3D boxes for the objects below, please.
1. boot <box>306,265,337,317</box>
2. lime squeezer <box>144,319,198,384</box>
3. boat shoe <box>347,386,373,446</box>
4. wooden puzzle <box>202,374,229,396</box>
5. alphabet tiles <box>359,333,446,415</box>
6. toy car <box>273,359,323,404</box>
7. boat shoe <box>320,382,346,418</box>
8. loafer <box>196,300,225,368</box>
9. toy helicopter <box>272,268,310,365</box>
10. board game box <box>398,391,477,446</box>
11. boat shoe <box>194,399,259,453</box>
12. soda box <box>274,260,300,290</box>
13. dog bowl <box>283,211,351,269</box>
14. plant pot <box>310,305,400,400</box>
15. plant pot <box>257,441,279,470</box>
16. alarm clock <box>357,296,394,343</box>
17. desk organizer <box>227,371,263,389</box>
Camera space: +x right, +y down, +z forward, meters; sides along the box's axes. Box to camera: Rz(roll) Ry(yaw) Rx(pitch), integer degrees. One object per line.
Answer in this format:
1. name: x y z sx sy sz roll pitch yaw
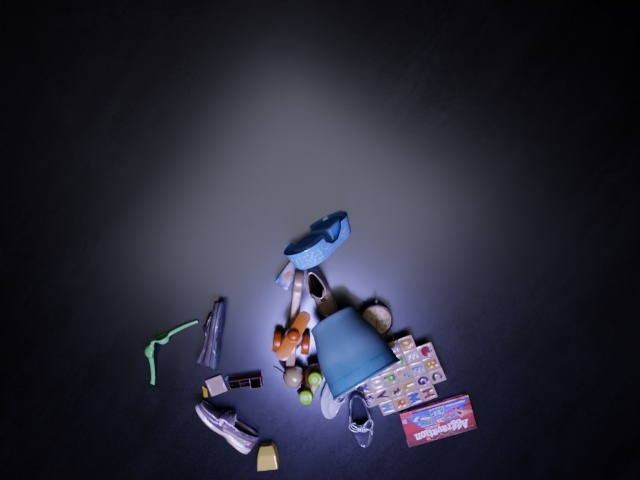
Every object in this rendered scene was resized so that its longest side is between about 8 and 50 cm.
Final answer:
1. boot: 0.003 0.204 1.682 0.077 0.165 0.213 -22 94 2
2. lime squeezer: -0.602 0.408 1.748 0.109 0.059 0.310 36 93 -3
3. boat shoe: 0.156 0.695 1.765 0.095 0.079 0.255 -5 101 2
4. wooden puzzle: -0.409 0.569 1.787 0.116 0.014 0.079 -14 100 1
5. alphabet tiles: 0.298 0.526 1.769 0.342 0.011 0.285 -23 101 7
6. toy car: -0.084 0.504 1.726 0.188 0.155 0.149 28 94 9
7. boat shoe: 0.059 0.585 1.750 0.079 0.081 0.228 8 95 -28
8. loafer: -0.420 0.356 1.730 0.084 0.096 0.268 8 97 4
9. toy helicopter: -0.098 0.283 1.648 0.140 0.235 0.356 6 98 -1
10. board game box: 0.465 0.711 1.805 0.281 0.027 0.145 -17 96 1
11. boat shoe: -0.357 0.702 1.759 0.285 0.103 0.092 44 88 -8
12. soda box: -0.096 0.098 1.722 0.058 0.063 0.183 36 94 -4
13. dog bowl: 0.000 0.000 1.629 0.297 0.165 0.074 -44 114 -39
14. plant pot: 0.100 0.386 1.625 0.271 0.272 0.255 -32 73 2
15. plant pot: -0.206 0.840 1.783 0.081 0.081 0.083 -5 85 0
16. alarm clock: 0.221 0.317 1.746 0.129 0.064 0.192 -33 95 4
17. desk organizer: -0.290 0.550 1.767 0.130 0.050 0.047 -8 95 0
